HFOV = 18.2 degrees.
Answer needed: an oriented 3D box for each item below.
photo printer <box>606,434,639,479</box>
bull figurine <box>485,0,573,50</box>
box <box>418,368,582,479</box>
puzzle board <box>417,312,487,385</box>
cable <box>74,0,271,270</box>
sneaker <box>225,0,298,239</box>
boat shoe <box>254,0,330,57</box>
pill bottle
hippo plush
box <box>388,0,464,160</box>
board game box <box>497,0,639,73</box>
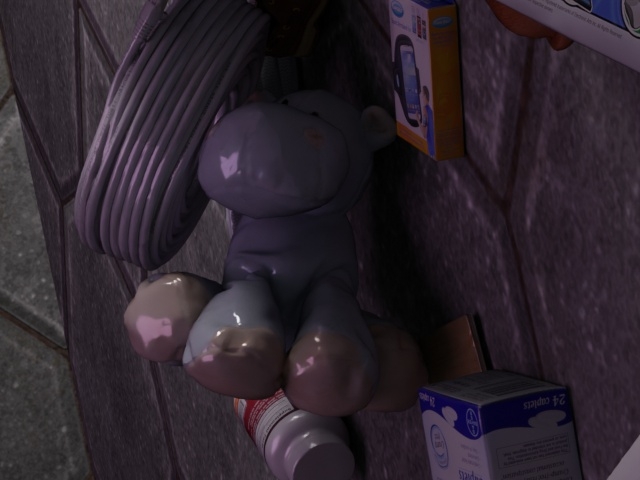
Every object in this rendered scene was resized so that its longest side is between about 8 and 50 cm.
[{"bbox_3d":[0.253,0.187,1.048,0.307,0.107,0.256,108,146,-57],"label":"photo printer"},{"bbox_3d":[0.127,-0.269,1.180,0.188,0.101,0.310,-118,26,-53],"label":"bull figurine"},{"bbox_3d":[0.135,0.173,1.472,0.126,0.072,0.137,-173,72,-72],"label":"box"},{"bbox_3d":[0.113,0.115,1.608,0.128,0.011,0.096,141,116,-71],"label":"puzzle board"},{"bbox_3d":[-0.124,-0.099,1.730,0.257,0.089,0.257,-22,-44,-82],"label":"cable"},{"bbox_3d":[-0.067,-0.102,1.907,0.091,0.094,0.258,-116,25,-79],"label":"sneaker"},{"bbox_3d":[-0.029,-0.221,1.762,0.178,0.060,0.064,106,148,-55],"label":"boat shoe"},{"bbox_3d":[-0.023,0.186,1.954,0.152,0.086,0.086,-129,32,-55],"label":"pill bottle"},{"bbox_3d":[0.000,0.000,1.653,0.234,0.294,0.236,19,102,26],"label":"hippo plush"},{"bbox_3d":[0.080,-0.136,1.527,0.081,0.028,0.136,-139,39,-63],"label":"box"},{"bbox_3d":[0.175,-0.234,0.905,0.308,0.086,0.302,40,124,56],"label":"board game box"}]
